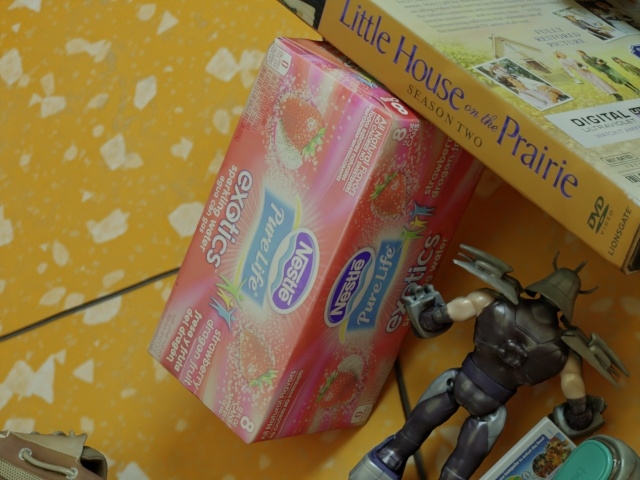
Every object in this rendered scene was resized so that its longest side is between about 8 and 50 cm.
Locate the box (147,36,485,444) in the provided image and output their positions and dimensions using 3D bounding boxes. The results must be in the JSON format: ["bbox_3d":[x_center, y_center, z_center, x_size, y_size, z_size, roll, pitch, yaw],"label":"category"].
[{"bbox_3d":[0.000,0.000,1.279,0.142,0.154,0.300,38,115,34],"label":"box"}]

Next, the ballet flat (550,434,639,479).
[{"bbox_3d":[0.165,0.237,1.167,0.213,0.068,0.072,-49,39,7],"label":"ballet flat"}]

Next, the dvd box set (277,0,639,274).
[{"bbox_3d":[0.189,-0.138,1.239,0.420,0.307,0.062,42,127,33],"label":"dvd box set"}]

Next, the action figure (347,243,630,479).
[{"bbox_3d":[0.119,0.125,1.245,0.185,0.099,0.285,39,99,14],"label":"action figure"}]

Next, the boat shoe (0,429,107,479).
[{"bbox_3d":[-0.240,0.230,1.400,0.324,0.123,0.116,30,60,30],"label":"boat shoe"}]

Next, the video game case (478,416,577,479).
[{"bbox_3d":[0.183,0.206,1.201,0.087,0.011,0.122,-44,99,4],"label":"video game case"}]
